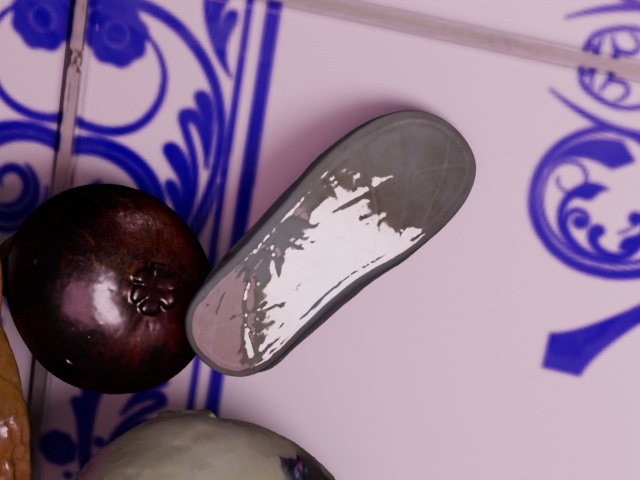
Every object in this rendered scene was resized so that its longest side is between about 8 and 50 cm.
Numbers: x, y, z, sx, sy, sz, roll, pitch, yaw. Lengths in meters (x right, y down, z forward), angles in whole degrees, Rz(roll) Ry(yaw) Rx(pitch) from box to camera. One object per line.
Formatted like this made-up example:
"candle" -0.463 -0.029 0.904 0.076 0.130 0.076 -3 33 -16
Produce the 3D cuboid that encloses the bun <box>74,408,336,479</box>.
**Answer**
"bun" -0.094 0.251 1.021 0.187 0.293 0.293 -8 109 38

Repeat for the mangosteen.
"mangosteen" -0.133 0.028 1.027 0.140 0.140 0.140 4 111 11

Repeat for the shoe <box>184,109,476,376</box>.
"shoe" 0.000 0.000 1.002 0.195 0.078 0.079 -43 99 -6

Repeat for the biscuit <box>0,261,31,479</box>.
"biscuit" -0.225 0.107 1.049 0.208 0.041 0.290 31 121 50
